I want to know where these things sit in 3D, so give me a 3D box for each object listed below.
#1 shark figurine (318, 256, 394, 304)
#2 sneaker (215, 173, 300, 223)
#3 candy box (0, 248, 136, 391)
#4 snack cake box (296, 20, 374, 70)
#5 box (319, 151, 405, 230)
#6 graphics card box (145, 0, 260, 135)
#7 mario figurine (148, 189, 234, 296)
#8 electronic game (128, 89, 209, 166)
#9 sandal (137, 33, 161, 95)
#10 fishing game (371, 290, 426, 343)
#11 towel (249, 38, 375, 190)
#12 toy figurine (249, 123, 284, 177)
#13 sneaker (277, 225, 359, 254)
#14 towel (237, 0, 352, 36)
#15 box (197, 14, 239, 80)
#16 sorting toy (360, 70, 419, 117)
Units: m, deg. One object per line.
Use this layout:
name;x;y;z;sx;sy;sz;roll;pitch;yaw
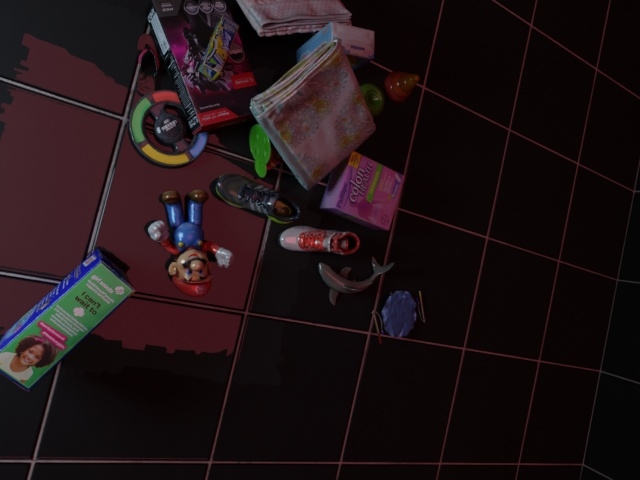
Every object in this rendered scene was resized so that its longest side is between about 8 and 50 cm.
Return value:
shark figurine;0.134;0.155;1.565;0.279;0.116;0.166;-4;96;-24
sneaker;-0.189;-0.138;1.388;0.300;0.121;0.110;19;84;-25
candy box;-0.646;0.182;1.103;0.317;0.268;0.122;-48;114;-16
snack cake box;0.041;-0.603;1.395;0.152;0.264;0.089;-2;95;-25
box;0.153;-0.174;1.553;0.243;0.117;0.213;21;84;-25
graphics card box;-0.337;-0.529;1.292;0.233;0.094;0.370;-25;100;-32
mario figurine;-0.376;0.009;1.274;0.198;0.170;0.320;-9;88;9
electronic game;-0.451;-0.336;1.293;0.230;0.048;0.229;-1;93;-25
sandal;-0.504;-0.516;1.263;0.067;0.040;0.179;3;91;-26
fishing game;0.306;0.287;1.694;0.264;0.041;0.189;-20;101;-32
towel;-0.005;-0.368;1.314;0.321;0.090;0.374;-40;140;-3
toy figurine;-0.134;-0.304;1.424;0.159;0.130;0.173;-18;122;-33
sneaker;0.001;-0.001;1.472;0.270;0.145;0.090;4;91;-26
towel;-0.102;-0.772;1.354;0.332;0.053;0.316;-18;66;-23
box;-0.291;-0.550;1.231;0.054;0.059;0.168;25;74;-29
sorting toy;0.227;-0.531;1.567;0.366;0.126;0.127;-32;106;-22
